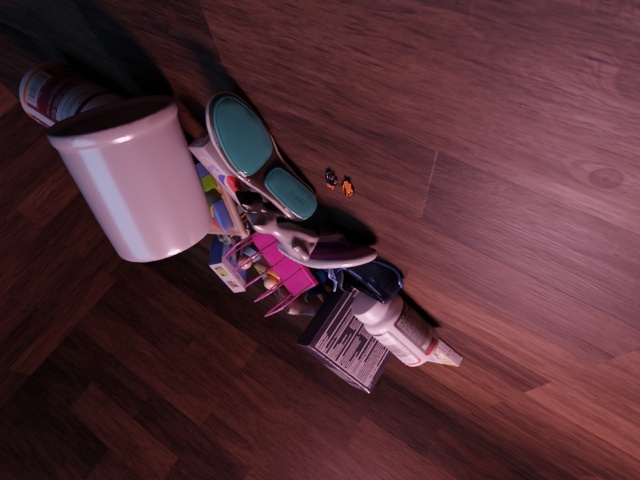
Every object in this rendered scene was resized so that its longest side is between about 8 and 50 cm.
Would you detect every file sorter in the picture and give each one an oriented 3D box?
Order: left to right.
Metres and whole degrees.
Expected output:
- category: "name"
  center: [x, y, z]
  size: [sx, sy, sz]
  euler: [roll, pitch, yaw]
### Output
- category: "file sorter"
  center: [-0.197, 0.111, 1.511]
  size: [0.291, 0.182, 0.202]
  euler: [55, 146, -1]

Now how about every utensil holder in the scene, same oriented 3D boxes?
- category: "utensil holder"
  center: [-0.514, -0.177, 1.170]
  size: [0.327, 0.327, 0.385]
  euler: [19, 133, 39]

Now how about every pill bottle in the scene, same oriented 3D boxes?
- category: "pill bottle"
  center: [-0.773, -0.418, 1.363]
  size: [0.392, 0.224, 0.224]
  euler: [31, 159, 14]
- category: "pill bottle"
  center: [0.248, 0.277, 1.360]
  size: [0.283, 0.161, 0.161]
  euler: [43, 159, -18]

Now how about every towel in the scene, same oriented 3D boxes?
- category: "towel"
  center: [-0.092, 0.247, 1.753]
  size: [0.187, 0.049, 0.282]
  euler: [9, -166, -26]

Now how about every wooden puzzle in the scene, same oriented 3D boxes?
- category: "wooden puzzle"
  center: [-0.422, -0.154, 1.404]
  size: [0.348, 0.080, 0.322]
  euler: [7, 125, 44]

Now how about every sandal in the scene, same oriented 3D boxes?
- category: "sandal"
  center: [-0.011, 0.005, 1.233]
  size: [0.416, 0.169, 0.102]
  euler: [9, 114, 50]

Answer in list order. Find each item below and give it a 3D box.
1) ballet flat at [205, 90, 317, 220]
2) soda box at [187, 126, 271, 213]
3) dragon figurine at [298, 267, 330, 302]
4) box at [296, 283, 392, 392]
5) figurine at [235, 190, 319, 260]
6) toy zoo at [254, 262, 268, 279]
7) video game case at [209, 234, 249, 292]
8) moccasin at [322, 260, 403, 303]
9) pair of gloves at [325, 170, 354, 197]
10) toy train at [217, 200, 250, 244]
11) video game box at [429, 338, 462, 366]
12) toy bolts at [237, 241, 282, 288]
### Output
- category: "ballet flat"
  center: [-0.160, -0.196, 1.032]
  size: [0.139, 0.139, 0.400]
  euler: [12, 153, 47]
- category: "soda box"
  center: [-0.246, -0.197, 1.193]
  size: [0.091, 0.098, 0.286]
  euler: [14, 150, 45]
- category: "dragon figurine"
  center: [-0.035, 0.154, 1.648]
  size: [0.085, 0.144, 0.289]
  euler: [21, 136, 38]
- category: "box"
  center: [0.120, 0.361, 1.561]
  size: [0.294, 0.296, 0.183]
  euler: [40, 160, -10]
- category: "figurine"
  center: [-0.130, -0.052, 1.132]
  size: [0.209, 0.092, 0.215]
  euler: [28, -166, -35]
- category: "toy zoo"
  center: [-0.243, 0.236, 2.245]
  size: [0.192, 0.030, 0.293]
  euler: [26, 158, 25]
- category: "video game case"
  center: [-0.386, 0.049, 1.753]
  size: [0.061, 0.269, 0.244]
  euler: [-9, 145, 9]
- category: "moccasin"
  center: [0.091, 0.104, 1.290]
  size: [0.342, 0.117, 0.138]
  euler: [13, 150, 46]
- category: "pair of gloves"
  center: [0.046, -0.136, 0.987]
  size: [0.083, 0.010, 0.074]
  euler: [32, 161, 17]
- category: "toy train"
  center: [-0.415, -0.121, 1.598]
  size: [0.334, 0.142, 0.190]
  euler: [30, 146, 24]
- category: "video game box"
  center: [0.405, 0.401, 1.553]
  size: [0.187, 0.048, 0.205]
  euler: [37, 160, -10]
- category: "toy bolts"
  center: [-0.234, 0.085, 1.708]
  size: [0.228, 0.158, 0.218]
  euler: [33, 160, 8]
